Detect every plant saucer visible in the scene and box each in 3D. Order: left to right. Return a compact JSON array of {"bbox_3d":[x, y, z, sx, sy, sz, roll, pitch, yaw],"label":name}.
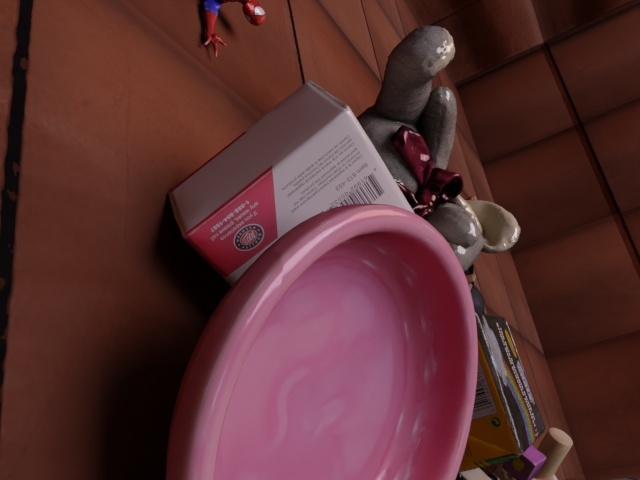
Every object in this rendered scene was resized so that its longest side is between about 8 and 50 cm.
[{"bbox_3d":[0.012,0.135,0.464,0.332,0.084,0.333,-10,104,-46],"label":"plant saucer"}]

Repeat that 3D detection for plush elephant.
[{"bbox_3d":[0.119,-0.047,0.768,0.255,0.272,0.330,47,-6,14],"label":"plush elephant"}]

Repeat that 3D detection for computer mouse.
[{"bbox_3d":[0.371,0.113,1.451,0.262,0.060,0.184,11,61,-64],"label":"computer mouse"}]

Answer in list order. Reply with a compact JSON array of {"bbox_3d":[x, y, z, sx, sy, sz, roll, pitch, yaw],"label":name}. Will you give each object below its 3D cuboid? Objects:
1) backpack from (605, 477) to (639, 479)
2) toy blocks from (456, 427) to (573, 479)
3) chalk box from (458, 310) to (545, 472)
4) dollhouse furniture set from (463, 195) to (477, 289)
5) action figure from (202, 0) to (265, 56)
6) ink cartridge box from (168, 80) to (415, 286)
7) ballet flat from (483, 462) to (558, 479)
[{"bbox_3d":[0.582,0.548,1.014,0.356,0.273,0.290,67,20,-55],"label":"backpack"},{"bbox_3d":[0.322,0.481,0.845,0.308,0.260,0.288,2,28,-42],"label":"toy blocks"},{"bbox_3d":[0.196,0.216,0.829,0.289,0.179,0.180,21,50,-61],"label":"chalk box"},{"bbox_3d":[0.265,-0.031,1.243,0.262,0.135,0.259,68,23,-2],"label":"dollhouse furniture set"},{"bbox_3d":[-0.147,-0.333,0.660,0.280,0.091,0.139,40,30,-47],"label":"action figure"},{"bbox_3d":[0.000,0.000,0.564,0.237,0.172,0.100,52,0,-36],"label":"ink cartridge box"},{"bbox_3d":[0.404,0.496,1.083,0.343,0.124,0.116,61,34,-10],"label":"ballet flat"}]
